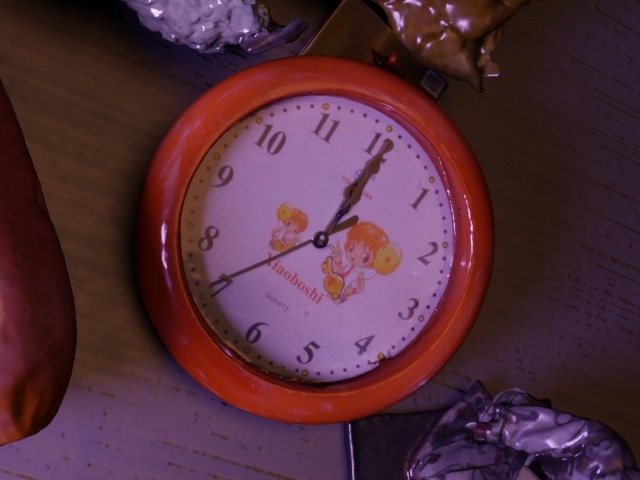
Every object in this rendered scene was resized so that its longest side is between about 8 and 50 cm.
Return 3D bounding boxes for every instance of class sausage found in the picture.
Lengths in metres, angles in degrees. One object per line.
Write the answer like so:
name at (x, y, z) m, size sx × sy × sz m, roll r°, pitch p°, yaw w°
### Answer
sausage at (-0.184, -0.031, 0.437) m, size 0.113 × 0.113 × 0.259 m, roll -20°, pitch 87°, yaw -29°

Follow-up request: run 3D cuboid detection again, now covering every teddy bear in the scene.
teddy bear at (-0.102, -0.165, 0.506) m, size 0.111 × 0.133 × 0.213 m, roll -43°, pitch 112°, yaw -20°

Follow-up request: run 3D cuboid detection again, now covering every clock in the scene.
clock at (0.000, 0.000, 0.543) m, size 0.205 × 0.051 × 0.205 m, roll -1°, pitch 92°, yaw -16°

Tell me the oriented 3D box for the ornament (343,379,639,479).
ornament at (0.128, 0.150, 0.512) m, size 0.153 × 0.196 × 0.166 m, roll -1°, pitch 78°, yaw -28°

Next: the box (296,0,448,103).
box at (0.015, -0.078, 0.602) m, size 0.090 × 0.023 × 0.133 m, roll 41°, pitch 63°, yaw -15°

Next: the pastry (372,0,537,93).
pastry at (0.079, -0.254, 0.603) m, size 0.240 × 0.132 × 0.235 m, roll 37°, pitch 57°, yaw -12°
